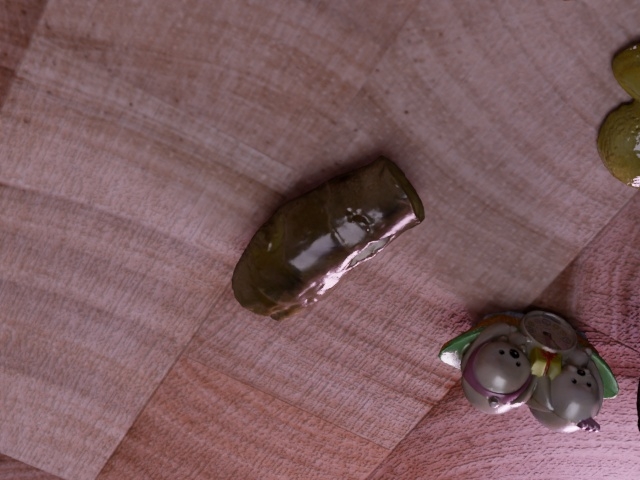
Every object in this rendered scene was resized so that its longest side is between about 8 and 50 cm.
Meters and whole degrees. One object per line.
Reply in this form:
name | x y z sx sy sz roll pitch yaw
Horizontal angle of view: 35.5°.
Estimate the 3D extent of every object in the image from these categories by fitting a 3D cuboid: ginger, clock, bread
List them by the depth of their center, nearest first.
bread | 0.359 -0.119 1.053 0.149 0.065 0.188 -24 123 26
ginger | 0.000 0.000 1.143 0.263 0.109 0.116 -35 89 25
clock | 0.255 0.161 1.215 0.230 0.144 0.103 13 125 -4

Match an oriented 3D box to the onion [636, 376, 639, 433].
onion | 0.482 0.205 1.200 0.272 0.272 0.195 26 166 -13
